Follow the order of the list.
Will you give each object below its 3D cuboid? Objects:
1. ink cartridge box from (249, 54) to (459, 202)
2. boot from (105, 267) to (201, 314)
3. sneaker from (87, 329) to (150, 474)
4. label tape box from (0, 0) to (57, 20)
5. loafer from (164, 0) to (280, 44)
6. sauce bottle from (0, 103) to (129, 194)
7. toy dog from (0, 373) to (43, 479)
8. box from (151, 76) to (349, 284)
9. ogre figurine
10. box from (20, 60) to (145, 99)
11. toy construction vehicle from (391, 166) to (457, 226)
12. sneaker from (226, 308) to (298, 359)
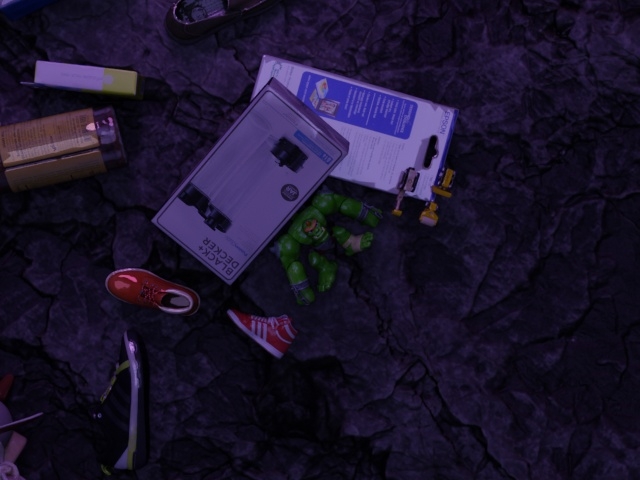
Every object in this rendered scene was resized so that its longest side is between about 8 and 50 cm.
[{"bbox_3d":[0.044,-0.179,1.809,0.333,0.065,0.165,16,90,-2],"label":"ink cartridge box"},{"bbox_3d":[-0.272,0.083,1.784,0.158,0.084,0.059,14,91,-1],"label":"boot"},{"bbox_3d":[-0.327,0.261,1.780,0.097,0.084,0.234,0,90,-2],"label":"sneaker"},{"bbox_3d":[-0.460,-0.554,1.761,0.241,0.106,0.333,-24,92,-3],"label":"label tape box"},{"bbox_3d":[-0.138,-0.399,1.786,0.251,0.087,0.094,-34,92,-2],"label":"loafer"},{"bbox_3d":[-0.482,-0.132,1.753,0.344,0.111,0.111,-11,91,-6],"label":"sauce bottle"},{"bbox_3d":[-0.506,0.267,1.683,0.220,0.334,0.161,35,70,-27],"label":"toy dog"},{"bbox_3d":[-0.108,-0.091,1.743,0.169,0.087,0.290,41,105,-10],"label":"box"},{"bbox_3d":[0.000,0.000,1.797,0.197,0.097,0.118,-44,110,13],"label":"ogre figurine"},{"bbox_3d":[-0.375,-0.255,1.764,0.178,0.109,0.042,6,94,-3],"label":"box"},{"bbox_3d":[0.164,-0.077,1.772,0.086,0.035,0.098,16,93,-13],"label":"toy construction vehicle"},{"bbox_3d":[-0.092,0.134,1.813,0.118,0.042,0.067,39,92,-10],"label":"sneaker"}]
